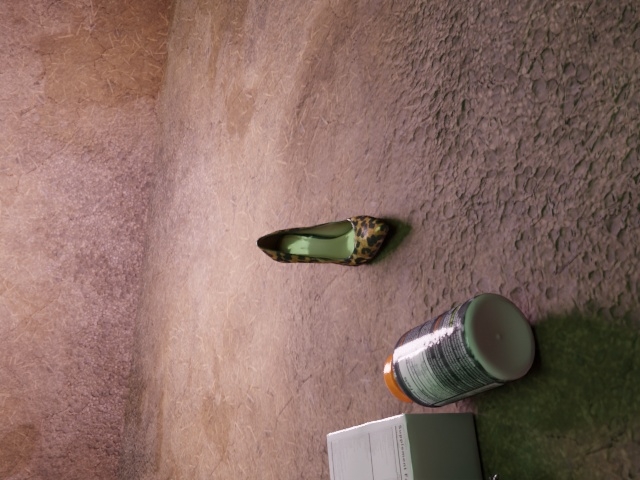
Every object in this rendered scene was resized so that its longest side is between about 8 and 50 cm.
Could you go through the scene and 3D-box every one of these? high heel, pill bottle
[{"bbox_3d":[0.000,0.000,1.483,0.261,0.186,0.093,-23,65,58],"label":"high heel"},{"bbox_3d":[0.196,0.177,1.159,0.245,0.130,0.130,-38,52,53],"label":"pill bottle"}]

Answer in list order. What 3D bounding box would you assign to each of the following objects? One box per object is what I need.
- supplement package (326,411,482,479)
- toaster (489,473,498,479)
[{"bbox_3d":[0.130,0.363,1.236,0.244,0.134,0.139,-34,56,55],"label":"supplement package"},{"bbox_3d":[0.247,0.426,1.040,0.186,0.110,0.168,-50,44,46],"label":"toaster"}]
